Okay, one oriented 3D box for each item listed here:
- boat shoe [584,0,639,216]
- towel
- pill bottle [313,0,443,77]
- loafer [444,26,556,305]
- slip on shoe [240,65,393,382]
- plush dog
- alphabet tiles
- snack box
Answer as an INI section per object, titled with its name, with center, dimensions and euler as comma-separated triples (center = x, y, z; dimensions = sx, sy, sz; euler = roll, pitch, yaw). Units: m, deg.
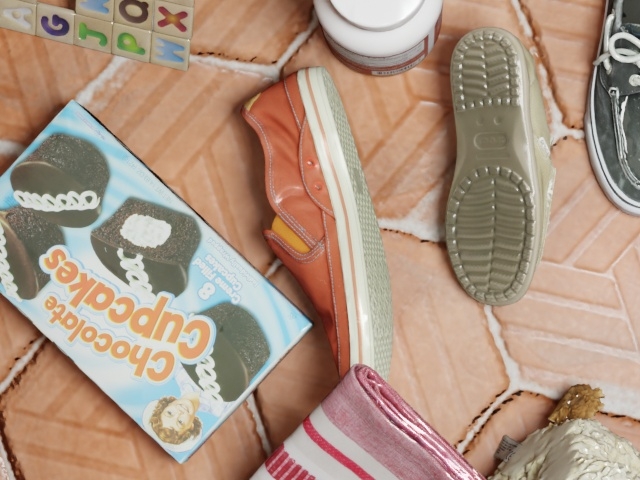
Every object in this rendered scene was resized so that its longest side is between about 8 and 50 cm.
[boat shoe]
center = 0.319, -0.177, 1.577
dimensions = 0.113, 0.105, 0.306
euler = 9, 88, 4
[towel]
center = 0.032, 0.286, 1.513
dimensions = 0.237, 0.037, 0.329
euler = 44, 128, 6
[pill bottle]
center = 0.054, -0.225, 1.540
dimensions = 0.121, 0.216, 0.121
euler = 0, 87, 3
[loafer]
center = 0.180, -0.071, 1.588
dimensions = 0.102, 0.092, 0.269
euler = 7, 104, 30
[slip on shoe]
center = 0.000, 0.000, 1.588
dimensions = 0.101, 0.123, 0.331
euler = -16, 81, 12
[plush dog]
center = 0.272, 0.274, 1.533
dimensions = 0.225, 0.262, 0.210
euler = 46, 47, -7
[alphabet tiles]
center = -0.213, -0.276, 1.579
dimensions = 0.198, 0.237, 0.009
euler = 14, 45, 4
[snack box]
center = -0.185, 0.040, 1.621
dimensions = 0.322, 0.060, 0.187
euler = 43, 91, 4
